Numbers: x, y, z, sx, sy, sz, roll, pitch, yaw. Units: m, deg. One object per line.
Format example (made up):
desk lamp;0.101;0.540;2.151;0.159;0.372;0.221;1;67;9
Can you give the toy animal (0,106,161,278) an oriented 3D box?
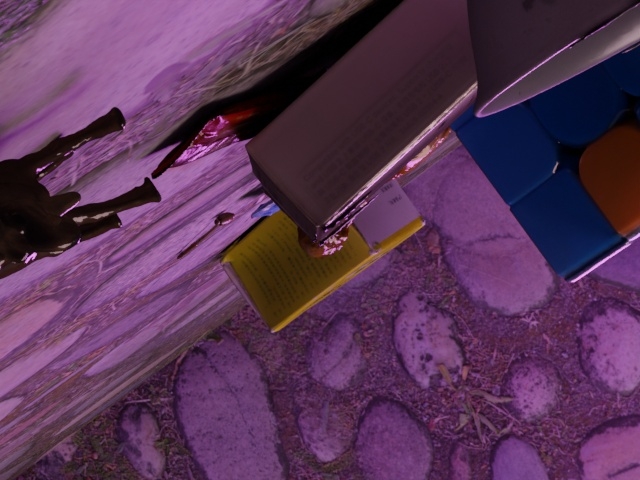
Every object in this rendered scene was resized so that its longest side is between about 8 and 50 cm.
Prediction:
toy animal;-0.185;-0.006;1.009;0.186;0.094;0.214;-25;180;-27

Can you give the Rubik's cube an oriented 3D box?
Rubik's cube;0.322;-0.183;1.793;0.290;0.292;0.291;-40;175;41

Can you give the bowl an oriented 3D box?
bowl;0.216;-0.232;1.173;0.345;0.157;0.345;-30;176;-2

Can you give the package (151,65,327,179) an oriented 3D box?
package;-0.065;-0.099;1.439;0.083;0.022;0.200;-37;177;31

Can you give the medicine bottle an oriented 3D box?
medicine bottle;0.000;0.000;2.383;0.250;0.141;0.137;-39;178;41

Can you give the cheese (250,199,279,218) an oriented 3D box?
cheese;0.027;-0.100;2.031;0.244;0.052;0.135;-36;174;13

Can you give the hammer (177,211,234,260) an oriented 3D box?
hammer;-0.138;-0.003;2.053;0.029;0.014;0.123;-21;169;-39

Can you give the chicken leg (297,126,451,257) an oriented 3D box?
chicken leg;0.058;-0.083;1.884;0.251;0.087;0.107;-54;-173;23

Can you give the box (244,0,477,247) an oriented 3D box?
box;0.058;-0.115;1.493;0.251;0.106;0.203;-42;177;-2
